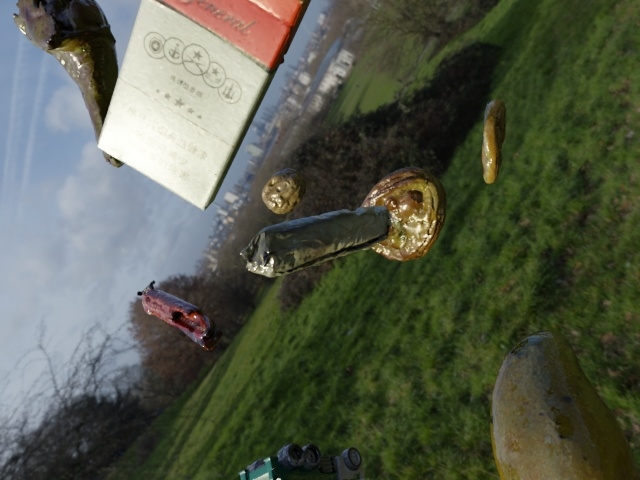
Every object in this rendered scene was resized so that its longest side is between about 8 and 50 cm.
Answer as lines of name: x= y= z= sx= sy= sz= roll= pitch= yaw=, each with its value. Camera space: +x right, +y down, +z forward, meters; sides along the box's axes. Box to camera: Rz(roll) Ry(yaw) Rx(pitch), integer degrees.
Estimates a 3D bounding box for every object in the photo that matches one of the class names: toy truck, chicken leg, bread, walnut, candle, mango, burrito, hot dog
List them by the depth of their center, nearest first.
burrito: x=-0.001 y=0.000 z=0.591 sx=0.045 sy=0.188 sz=0.058 roll=11 pitch=112 yaw=56
bread: x=0.228 y=-0.130 z=0.714 sx=0.110 sy=0.024 sz=0.110 roll=8 pitch=-90 yaw=-69
mango: x=0.337 y=0.291 z=0.793 sx=0.176 sy=0.176 sz=0.330 roll=69 pitch=-174 yaw=-52
toy truck: x=-0.020 y=0.408 z=0.886 sx=0.110 sy=0.216 sz=0.116 roll=-37 pitch=49 yaw=32
chicken leg: x=-0.429 y=-0.327 z=0.983 sx=0.140 sy=0.361 sz=0.211 roll=-26 pitch=-9 yaw=8
candle: x=-0.288 y=0.139 z=1.061 sx=0.059 sy=0.084 sz=0.301 roll=-32 pitch=28 yaw=-32
walnut: x=-0.073 y=-0.097 z=1.087 sx=0.096 sy=0.082 sz=0.079 roll=-46 pitch=37 yaw=17
hot dog: x=0.196 y=-0.055 z=1.307 sx=0.122 sy=0.196 sz=0.272 roll=-54 pitch=-5 yaw=-33

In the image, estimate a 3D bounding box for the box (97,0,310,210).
box: x=-0.122 y=-0.157 z=0.526 sx=0.245 sy=0.139 sz=0.035 roll=-58 pitch=3 yaw=32
